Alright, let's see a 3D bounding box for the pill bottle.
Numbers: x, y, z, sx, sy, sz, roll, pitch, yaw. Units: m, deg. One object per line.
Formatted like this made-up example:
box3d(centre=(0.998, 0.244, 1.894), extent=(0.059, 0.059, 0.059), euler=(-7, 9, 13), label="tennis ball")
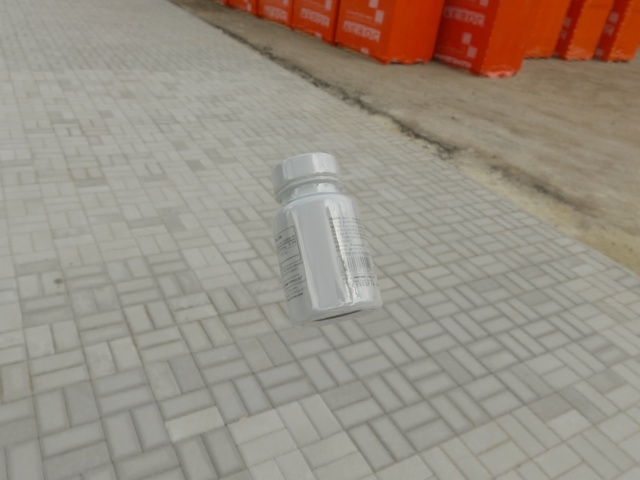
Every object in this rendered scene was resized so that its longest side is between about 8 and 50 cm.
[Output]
box3d(centre=(0.000, 0.000, 0.745), extent=(0.131, 0.131, 0.229), euler=(-6, 74, -24), label="pill bottle")
